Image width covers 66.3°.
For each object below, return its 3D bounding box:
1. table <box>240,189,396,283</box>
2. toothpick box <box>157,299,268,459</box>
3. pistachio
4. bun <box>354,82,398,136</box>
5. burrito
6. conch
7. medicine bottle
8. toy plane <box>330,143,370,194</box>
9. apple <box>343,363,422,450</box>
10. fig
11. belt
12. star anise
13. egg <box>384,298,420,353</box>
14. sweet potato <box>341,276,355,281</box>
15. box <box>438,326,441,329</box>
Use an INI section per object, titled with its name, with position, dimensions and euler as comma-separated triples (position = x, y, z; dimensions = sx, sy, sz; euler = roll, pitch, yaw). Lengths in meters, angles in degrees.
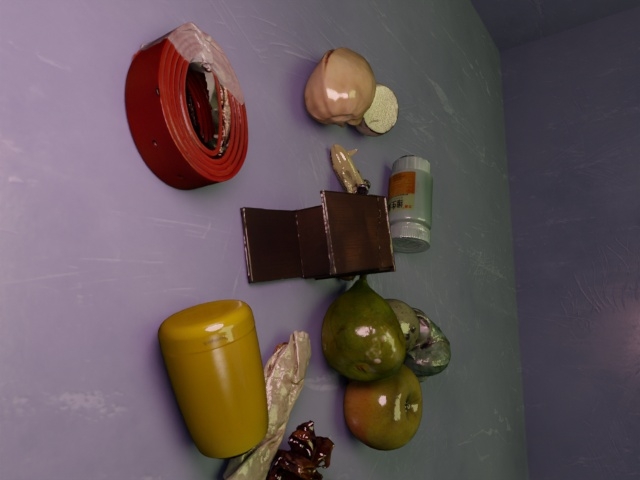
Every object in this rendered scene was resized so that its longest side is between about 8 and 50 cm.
[table]
position = 0.000, 0.000, 1.176
dimensions = 0.282, 0.251, 0.196
euler = -1, 84, -56
[toothpick box]
position = -0.189, 0.262, 0.922
dimensions = 0.175, 0.175, 0.271
euler = -25, 107, -54
[pistachio]
position = 0.057, -0.442, 1.401
dimensions = 0.318, 0.194, 0.213
euler = -77, 152, -45
[bun]
position = 0.166, -0.429, 1.613
dimensions = 0.173, 0.120, 0.172
euler = -7, 103, -32
[burrito]
position = -0.108, 0.365, 1.095
dimensions = 0.117, 0.076, 0.392
euler = 52, 45, -34
[conch]
position = 0.332, 0.362, 1.653
dimensions = 0.220, 0.195, 0.277
euler = 2, 106, -22
[medicine bottle]
position = 0.314, -0.128, 1.728
dimensions = 0.158, 0.158, 0.318
euler = 33, 58, -47
[toy plane]
position = 0.098, -0.179, 1.489
dimensions = 0.229, 0.092, 0.244
euler = -58, 131, -68
[apple]
position = 0.181, 0.459, 1.385
dimensions = 0.261, 0.194, 0.260
euler = 14, 72, -52
[fig]
position = 0.119, 0.246, 1.335
dimensions = 0.314, 0.233, 0.233
euler = -64, 138, -73
[belt]
position = -0.262, -0.267, 0.976
dimensions = 0.227, 0.115, 0.323
euler = -12, 92, -56
[star anise]
position = -0.054, 0.501, 1.097
dimensions = 0.190, 0.126, 0.220
euler = -53, 155, -12
[egg]
position = 0.215, 0.263, 1.494
dimensions = 0.228, 0.177, 0.177
euler = -8, 89, -76
[sweet potato]
position = 0.064, 0.005, 1.433
dimensions = 0.081, 0.062, 0.232
euler = 22, 61, -71
[box]
position = 0.391, 0.368, 1.806
dimensions = 0.122, 0.084, 0.069
euler = -32, 119, -52
